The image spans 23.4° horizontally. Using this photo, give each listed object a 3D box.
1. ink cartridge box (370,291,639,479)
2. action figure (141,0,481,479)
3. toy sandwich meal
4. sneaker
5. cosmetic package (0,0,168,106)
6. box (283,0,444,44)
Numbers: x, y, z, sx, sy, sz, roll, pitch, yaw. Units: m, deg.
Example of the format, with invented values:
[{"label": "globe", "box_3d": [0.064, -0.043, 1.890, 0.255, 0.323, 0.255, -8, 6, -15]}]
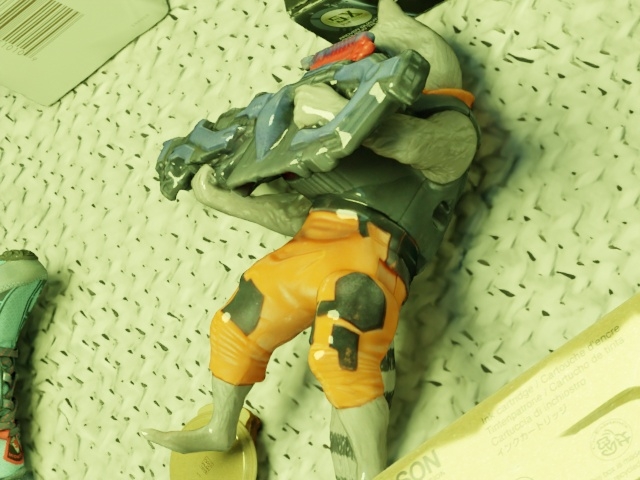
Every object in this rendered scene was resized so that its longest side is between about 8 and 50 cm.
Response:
[{"label": "ink cartridge box", "box_3d": [0.150, 0.136, 0.826, 0.235, 0.193, 0.088, -38, 56, 21]}, {"label": "action figure", "box_3d": [0.000, 0.000, 1.035, 0.341, 0.178, 0.330, 4, 71, 64]}, {"label": "toy sandwich meal", "box_3d": [-0.071, 0.156, 1.088, 0.086, 0.029, 0.085, -7, 78, 34]}, {"label": "sneaker", "box_3d": [-0.264, 0.133, 1.209, 0.125, 0.104, 0.262, 33, 102, 20]}, {"label": "cosmetic package", "box_3d": [-0.285, -0.331, 1.262, 0.156, 0.217, 0.385, -32, 59, 25]}, {"label": "box", "box_3d": [0.039, -0.249, 1.087, 0.147, 0.077, 0.180, -25, 64, 28]}]
